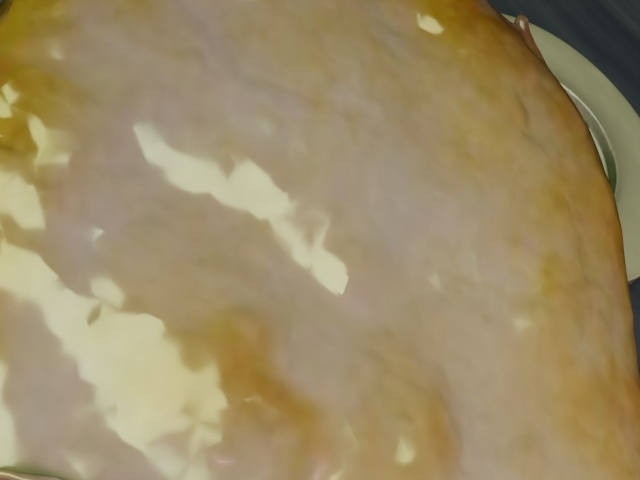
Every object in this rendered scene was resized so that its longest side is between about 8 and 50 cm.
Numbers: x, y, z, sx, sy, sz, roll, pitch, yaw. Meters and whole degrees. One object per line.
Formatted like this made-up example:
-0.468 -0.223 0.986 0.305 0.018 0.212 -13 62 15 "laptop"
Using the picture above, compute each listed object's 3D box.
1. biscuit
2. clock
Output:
0.000 0.001 0.649 0.429 0.104 0.446 16 58 -25 "biscuit"
0.152 -0.065 0.863 0.235 0.029 0.235 17 52 -23 "clock"
